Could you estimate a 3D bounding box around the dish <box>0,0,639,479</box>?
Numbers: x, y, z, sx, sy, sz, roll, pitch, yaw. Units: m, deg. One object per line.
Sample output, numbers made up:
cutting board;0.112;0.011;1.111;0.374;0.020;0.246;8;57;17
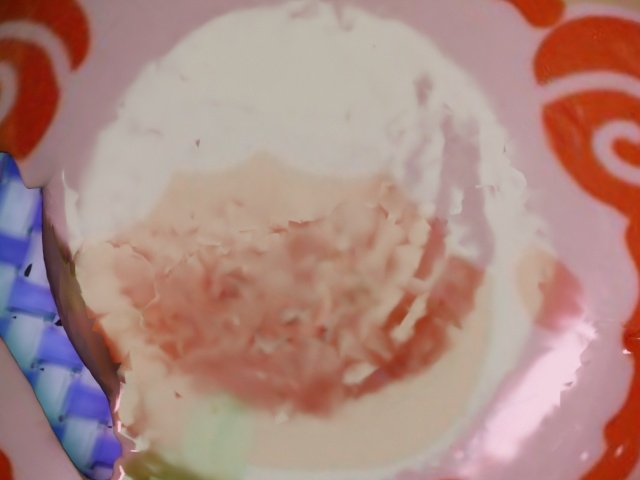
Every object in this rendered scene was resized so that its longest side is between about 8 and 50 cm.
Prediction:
dish;0.000;0.000;0.591;0.324;0.124;0.324;-2;101;-12
